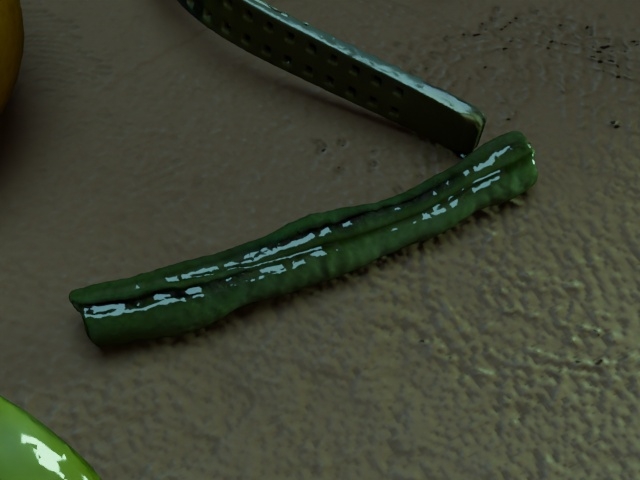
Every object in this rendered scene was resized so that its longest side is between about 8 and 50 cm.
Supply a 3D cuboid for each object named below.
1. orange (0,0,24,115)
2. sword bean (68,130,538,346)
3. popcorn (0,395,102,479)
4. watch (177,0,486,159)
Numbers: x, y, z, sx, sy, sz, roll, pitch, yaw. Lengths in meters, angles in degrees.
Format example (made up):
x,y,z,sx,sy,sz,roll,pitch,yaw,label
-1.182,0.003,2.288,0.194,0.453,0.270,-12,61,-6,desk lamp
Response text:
x,y,z,sx,sy,sz,roll,pitch,yaw,label
-0.276,-0.125,0.682,0.240,0.171,0.240,2,47,-3,orange
0.001,0.000,0.688,0.269,0.038,0.043,-21,82,-16,sword bean
-0.233,0.135,0.439,0.326,0.290,0.321,-19,57,8,popcorn
0.010,-0.169,0.786,0.268,0.102,0.165,31,57,10,watch
